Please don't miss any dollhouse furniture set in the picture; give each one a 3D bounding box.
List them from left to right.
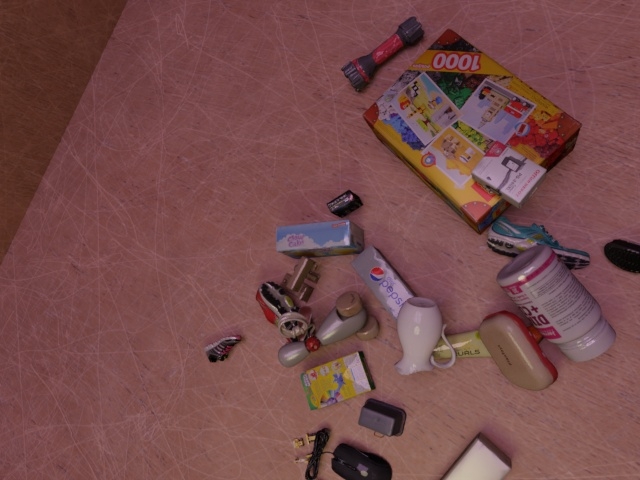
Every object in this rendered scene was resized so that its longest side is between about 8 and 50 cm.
[{"bbox_3d":[-0.092,0.114,1.529,0.123,0.151,0.144,27,88,26],"label":"dollhouse furniture set"}]

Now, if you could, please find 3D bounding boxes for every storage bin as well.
[{"bbox_3d":[0.178,0.547,1.352,0.135,0.091,0.098,12,84,26],"label":"storage bin"}]

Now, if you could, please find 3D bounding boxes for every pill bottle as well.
[{"bbox_3d":[0.613,0.164,1.166,0.160,0.160,0.283,-41,87,11],"label":"pill bottle"}]

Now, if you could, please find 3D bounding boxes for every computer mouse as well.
[{"bbox_3d":[0.072,0.714,1.363,0.262,0.060,0.184,21,84,20],"label":"computer mouse"}]

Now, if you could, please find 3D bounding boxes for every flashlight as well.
[{"bbox_3d":[0.221,-0.662,1.582,0.304,0.103,0.103,-35,67,14],"label":"flashlight"}]

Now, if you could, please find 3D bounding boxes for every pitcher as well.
[{"bbox_3d":[0.302,0.270,1.266,0.178,0.125,0.207,0,104,-7],"label":"pitcher"}]

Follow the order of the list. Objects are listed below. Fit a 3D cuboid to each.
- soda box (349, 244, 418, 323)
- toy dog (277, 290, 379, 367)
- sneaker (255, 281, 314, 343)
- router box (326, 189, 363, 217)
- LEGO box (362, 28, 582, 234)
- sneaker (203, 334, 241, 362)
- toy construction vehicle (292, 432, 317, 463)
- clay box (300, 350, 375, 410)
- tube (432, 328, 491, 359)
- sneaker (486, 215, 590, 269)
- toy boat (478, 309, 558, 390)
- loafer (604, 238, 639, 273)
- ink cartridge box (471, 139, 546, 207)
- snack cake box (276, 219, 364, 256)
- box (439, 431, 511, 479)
[{"bbox_3d":[0.222,0.152,1.415,0.098,0.091,0.286,-42,66,10],"label":"soda box"},{"bbox_3d":[0.015,0.267,1.438,0.334,0.161,0.220,-10,114,-8],"label":"toy dog"},{"bbox_3d":[-0.126,0.269,1.551,0.279,0.107,0.118,54,141,10],"label":"sneaker"},{"bbox_3d":[0.084,-0.122,1.517,0.092,0.122,0.038,-31,74,15],"label":"router box"},{"bbox_3d":[0.439,-0.330,1.365,0.372,0.193,0.500,-45,66,9],"label":"LEGO box"},{"bbox_3d":[-0.351,0.398,1.633,0.170,0.063,0.074,-27,69,22],"label":"sneaker"},{"bbox_3d":[-0.047,0.677,1.454,0.098,0.035,0.085,-18,72,20],"label":"toy construction vehicle"},{"bbox_3d":[0.052,0.455,1.448,0.222,0.053,0.127,-25,70,18],"label":"clay box"},{"bbox_3d":[0.405,0.310,1.323,0.240,0.062,0.070,-10,119,15],"label":"tube"},{"bbox_3d":[0.620,0.004,1.270,0.275,0.107,0.110,21,71,21],"label":"sneaker"},{"bbox_3d":[0.558,0.287,1.225,0.151,0.151,0.231,-25,79,-24],"label":"toy boat"},{"bbox_3d":[0.870,0.044,1.173,0.220,0.080,0.078,22,56,27],"label":"loafer"},{"bbox_3d":[0.491,-0.172,1.167,0.150,0.063,0.109,40,96,24],"label":"ink cartridge box"},{"bbox_3d":[0.000,0.000,1.512,0.264,0.152,0.089,-5,77,23],"label":"snack cake box"},{"bbox_3d":[0.394,0.675,1.228,0.113,0.094,0.275,41,96,25],"label":"box"}]
